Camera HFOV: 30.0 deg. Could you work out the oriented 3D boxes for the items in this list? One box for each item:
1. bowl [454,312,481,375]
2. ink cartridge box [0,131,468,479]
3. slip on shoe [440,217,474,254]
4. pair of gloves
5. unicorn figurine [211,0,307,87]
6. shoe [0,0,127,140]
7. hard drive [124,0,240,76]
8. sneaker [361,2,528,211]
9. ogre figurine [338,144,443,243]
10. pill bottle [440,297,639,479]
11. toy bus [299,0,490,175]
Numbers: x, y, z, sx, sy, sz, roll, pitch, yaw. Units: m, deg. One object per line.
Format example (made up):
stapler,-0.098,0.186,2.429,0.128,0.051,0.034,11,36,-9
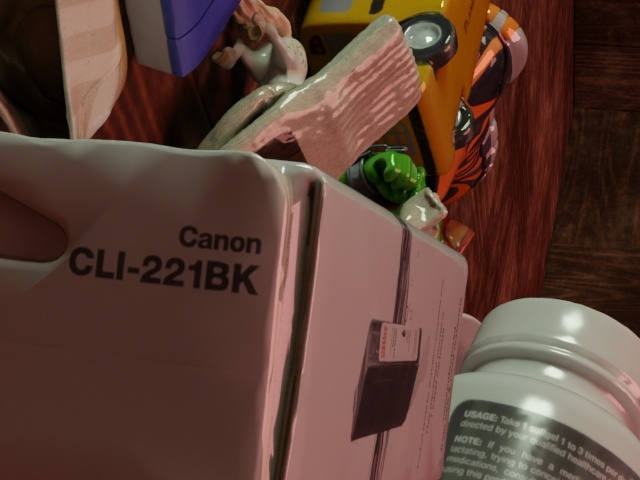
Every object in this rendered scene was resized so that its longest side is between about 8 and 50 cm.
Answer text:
bowl,0.034,0.195,0.926,0.298,0.134,0.297,-14,106,-60
ink cartridge box,-0.064,0.037,0.459,0.273,0.197,0.114,24,73,-73
slip on shoe,0.109,0.127,1.282,0.123,0.101,0.331,-39,134,-71
pair of gloves,0.000,0.000,0.765,0.204,0.042,0.240,-34,137,-19
unicorn figurine,-0.030,-0.080,0.789,0.111,0.060,0.161,13,86,-70
shoe,-0.115,-0.120,0.447,0.058,0.077,0.219,-76,165,-45
hard drive,-0.046,-0.258,0.557,0.318,0.040,0.210,89,24,-57
sneaker,0.086,-0.082,1.133,0.180,0.125,0.321,-54,166,-21
ogre figurine,0.028,-0.005,0.914,0.197,0.118,0.096,41,52,-73
pill bottle,0.109,0.195,0.744,0.176,0.176,0.318,77,33,-48
toy bus,0.073,-0.210,0.969,0.108,0.130,0.332,67,32,-51
